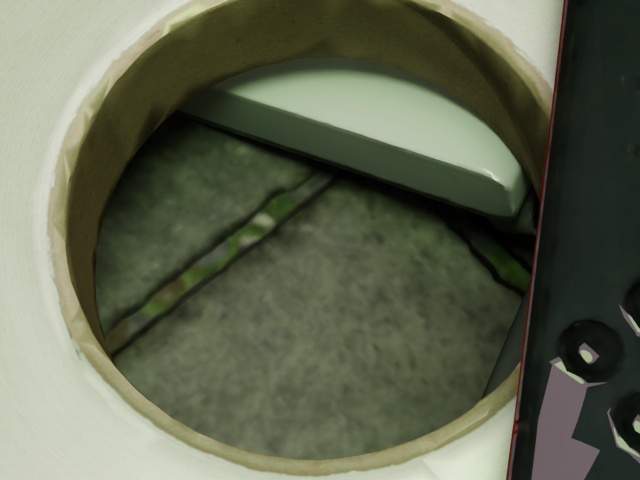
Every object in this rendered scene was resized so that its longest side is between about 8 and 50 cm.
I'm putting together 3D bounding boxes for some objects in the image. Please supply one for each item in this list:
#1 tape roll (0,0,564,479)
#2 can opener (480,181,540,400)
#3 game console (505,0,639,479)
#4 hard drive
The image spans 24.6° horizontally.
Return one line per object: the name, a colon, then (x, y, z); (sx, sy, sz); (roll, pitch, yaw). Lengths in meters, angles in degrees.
tape roll: (0.000, 0.000, 0.587); (0.392, 0.072, 0.392); (0, 71, 1)
can opener: (0.098, 0.041, 0.670); (0.095, 0.076, 0.283); (9, 61, 36)
game console: (0.263, 0.031, 0.506); (0.387, 0.060, 0.341); (11, 69, 0)
hard drive: (0.066, -0.170, 0.743); (0.203, 0.040, 0.307); (20, 65, 22)
